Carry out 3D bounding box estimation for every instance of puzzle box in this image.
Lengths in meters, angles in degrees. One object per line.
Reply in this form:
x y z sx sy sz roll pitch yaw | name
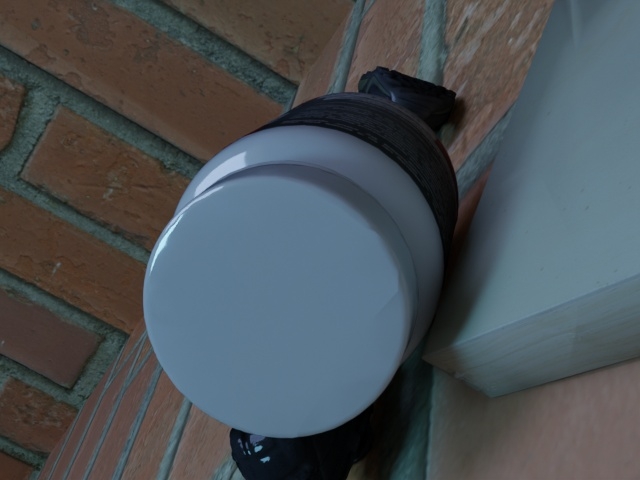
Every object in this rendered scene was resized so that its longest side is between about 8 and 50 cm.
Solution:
0.199 -0.091 0.418 0.272 0.052 0.409 -65 13 -25 | puzzle box

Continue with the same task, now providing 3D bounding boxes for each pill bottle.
0.000 0.000 0.621 0.161 0.161 0.283 -56 -1 17 | pill bottle

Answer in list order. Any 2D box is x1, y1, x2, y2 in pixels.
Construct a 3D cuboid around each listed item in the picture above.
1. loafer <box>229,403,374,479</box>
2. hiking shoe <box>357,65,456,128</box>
0.000 0.118 0.677 0.076 0.078 0.223 -28 6 17 | loafer
0.068 -0.102 0.966 0.227 0.086 0.114 -111 39 -82 | hiking shoe
